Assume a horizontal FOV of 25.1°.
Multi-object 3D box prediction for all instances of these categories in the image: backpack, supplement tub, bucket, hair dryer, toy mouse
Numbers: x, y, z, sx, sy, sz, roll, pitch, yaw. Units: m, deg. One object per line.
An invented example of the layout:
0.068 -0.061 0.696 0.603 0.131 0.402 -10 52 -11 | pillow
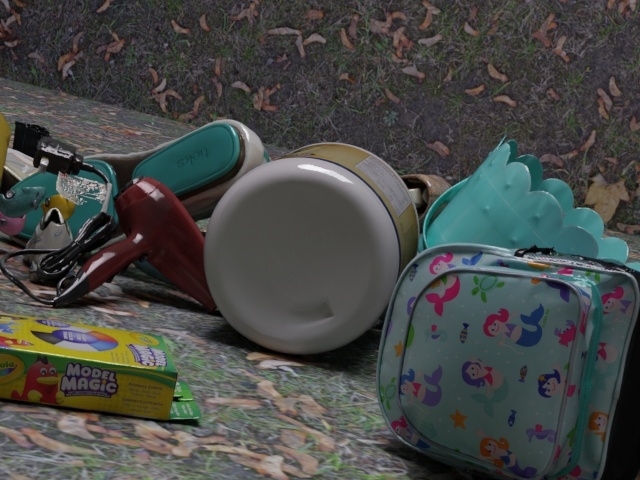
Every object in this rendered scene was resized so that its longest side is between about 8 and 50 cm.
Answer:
0.172 0.112 1.324 0.253 0.225 0.191 14 3 39 | backpack
0.000 0.000 1.755 0.228 0.228 0.316 13 10 8 | supplement tub
0.268 0.020 1.855 0.281 0.183 0.281 41 13 -11 | bucket
-0.241 0.016 1.747 0.293 0.224 0.080 19 -32 -22 | hair dryer
-0.387 -0.035 1.839 0.143 0.031 0.161 0 -19 -40 | toy mouse

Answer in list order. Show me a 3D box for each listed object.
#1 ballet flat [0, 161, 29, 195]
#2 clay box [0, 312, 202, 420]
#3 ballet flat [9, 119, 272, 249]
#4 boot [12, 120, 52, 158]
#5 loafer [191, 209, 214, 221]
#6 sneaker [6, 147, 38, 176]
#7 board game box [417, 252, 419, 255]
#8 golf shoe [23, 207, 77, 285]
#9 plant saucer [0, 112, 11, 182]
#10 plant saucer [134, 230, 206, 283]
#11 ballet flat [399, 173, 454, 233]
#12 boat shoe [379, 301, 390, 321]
-0.442 -0.068 2.058 0.248 0.086 0.086 30 12 11 | ballet flat
-0.221 0.115 1.330 0.222 0.053 0.127 9 10 -15 | clay box
-0.238 -0.056 1.922 0.400 0.139 0.139 -15 -3 24 | ballet flat
-0.536 -0.161 2.527 0.121 0.099 0.045 14 8 17 | boot
-0.222 -0.047 2.145 0.268 0.092 0.102 2 -12 38 | loafer
-0.425 -0.077 2.175 0.121 0.099 0.262 26 17 36 | sneaker
0.152 0.041 2.295 0.103 0.026 0.154 32 13 10 | board game box
-0.335 0.000 1.816 0.069 0.086 0.176 7 8 -18 | golf shoe
-0.588 -0.131 1.914 0.332 0.081 0.333 10 33 -12 | plant saucer
-0.106 0.036 2.034 0.317 0.044 0.317 12 8 -2 | plant saucer
0.026 -0.044 1.968 0.316 0.108 0.106 -11 -6 17 | ballet flat
0.171 0.078 2.010 0.094 0.109 0.302 30 23 16 | boat shoe
